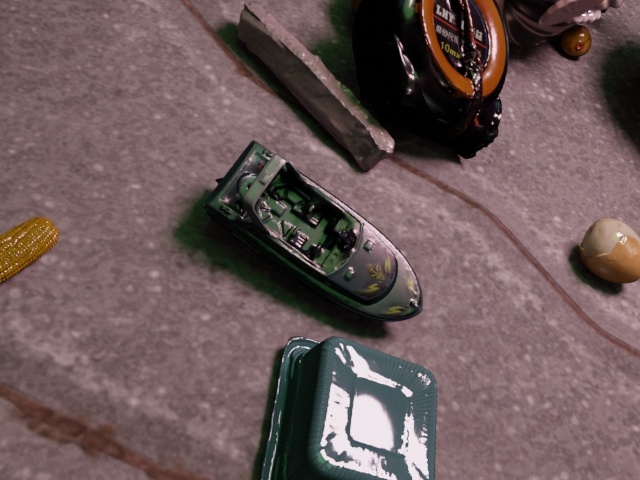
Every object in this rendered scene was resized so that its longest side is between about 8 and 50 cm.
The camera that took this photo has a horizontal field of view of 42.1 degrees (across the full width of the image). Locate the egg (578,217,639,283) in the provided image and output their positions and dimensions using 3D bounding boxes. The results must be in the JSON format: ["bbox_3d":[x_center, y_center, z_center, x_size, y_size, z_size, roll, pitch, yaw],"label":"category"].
[{"bbox_3d":[0.356,0.015,1.006,0.083,0.071,0.071,35,46,-2],"label":"egg"}]

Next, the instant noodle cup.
[{"bbox_3d":[0.037,0.165,0.726,0.157,0.070,0.179,21,46,-13],"label":"instant noodle cup"}]

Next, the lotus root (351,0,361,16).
[{"bbox_3d":[0.094,-0.347,1.154,0.108,0.094,0.190,43,33,-31],"label":"lotus root"}]

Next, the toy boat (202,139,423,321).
[{"bbox_3d":[0.000,0.000,0.821,0.246,0.103,0.093,36,71,-3],"label":"toy boat"}]

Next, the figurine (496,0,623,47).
[{"bbox_3d":[0.359,-0.433,1.272,0.361,0.253,0.211,-36,112,-38],"label":"figurine"}]

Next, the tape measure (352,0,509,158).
[{"bbox_3d":[0.135,-0.231,1.019,0.202,0.135,0.222,17,73,-36],"label":"tape measure"}]

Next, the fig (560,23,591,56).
[{"bbox_3d":[0.399,-0.325,1.324,0.050,0.050,0.083,10,32,-20],"label":"fig"}]

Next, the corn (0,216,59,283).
[{"bbox_3d":[-0.266,0.010,0.719,0.037,0.037,0.092,39,45,7],"label":"corn"}]

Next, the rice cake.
[{"bbox_3d":[-0.010,-0.187,0.997,0.270,0.055,0.049,46,33,14],"label":"rice cake"}]
